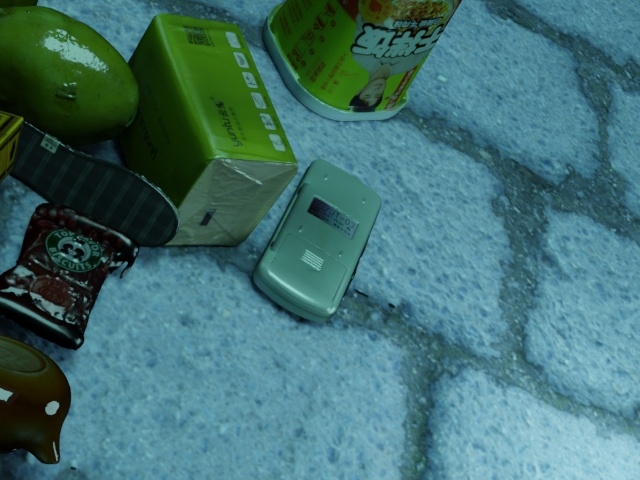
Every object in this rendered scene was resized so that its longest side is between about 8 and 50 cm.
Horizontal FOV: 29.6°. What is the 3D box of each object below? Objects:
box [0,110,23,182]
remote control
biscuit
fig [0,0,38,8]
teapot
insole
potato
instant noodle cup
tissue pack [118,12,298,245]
[{"bbox_3d":[-0.493,-0.106,1.471,0.192,0.084,0.301,17,18,-6],"label":"box"},{"bbox_3d":[0.000,0.000,1.850,0.140,0.056,0.296,30,44,-6],"label":"remote control"},{"bbox_3d":[-0.339,0.045,1.573,0.151,0.063,0.235,31,40,-8],"label":"biscuit"},{"bbox_3d":[-0.506,-0.399,1.734,0.207,0.230,0.207,-1,76,4],"label":"fig"},{"bbox_3d":[-0.398,0.177,1.385,0.252,0.135,0.178,24,6,12],"label":"teapot"},{"bbox_3d":[-0.333,-0.083,1.664,0.309,0.110,0.012,33,16,0],"label":"insole"},{"bbox_3d":[-0.377,-0.226,1.694,0.253,0.186,0.148,22,22,0],"label":"potato"},{"bbox_3d":[0.091,-0.401,2.077,0.293,0.308,0.294,19,46,-20],"label":"instant noodle cup"},{"bbox_3d":[-0.178,-0.157,1.759,0.167,0.200,0.275,2,53,-35],"label":"tissue pack"}]
